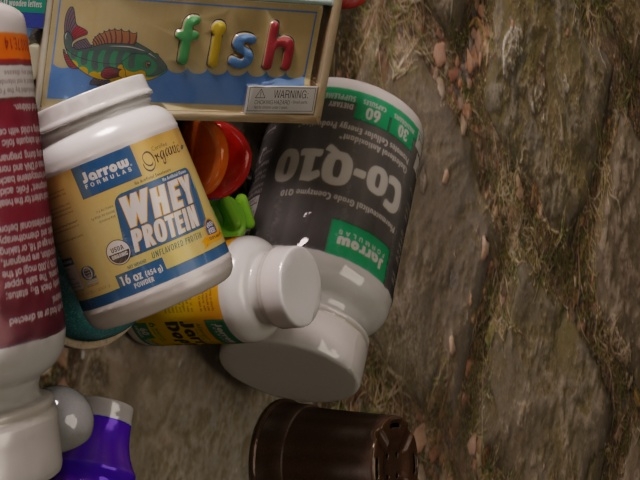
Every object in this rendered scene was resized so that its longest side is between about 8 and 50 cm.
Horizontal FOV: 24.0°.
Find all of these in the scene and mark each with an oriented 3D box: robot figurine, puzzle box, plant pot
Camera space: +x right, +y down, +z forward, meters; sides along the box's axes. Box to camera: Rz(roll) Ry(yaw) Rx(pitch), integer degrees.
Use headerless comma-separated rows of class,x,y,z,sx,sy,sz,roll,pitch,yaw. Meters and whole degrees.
robot figurine,-0.122,-0.013,1.727,0.101,0.115,0.067,-24,79,-17
puzzle box,-0.161,-0.251,1.449,0.408,0.052,0.272,-2,113,-29
plant pot,0.024,0.280,1.882,0.167,0.165,0.167,14,73,-59

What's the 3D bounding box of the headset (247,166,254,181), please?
headset,-0.094,-0.250,1.707,0.185,0.243,0.394,-54,150,-72

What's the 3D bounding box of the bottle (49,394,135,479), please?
bottle,-0.242,0.298,1.492,0.118,0.092,0.283,36,56,-54

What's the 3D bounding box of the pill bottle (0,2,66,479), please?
pill bottle,-0.332,0.011,1.243,0.224,0.224,0.392,-14,98,-60

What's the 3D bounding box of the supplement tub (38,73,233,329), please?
supplement tub,-0.177,-0.035,1.352,0.144,0.144,0.200,-30,99,-57

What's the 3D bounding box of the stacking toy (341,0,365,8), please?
stacking toy,-0.052,-0.353,1.861,0.309,0.130,0.280,-57,134,-46

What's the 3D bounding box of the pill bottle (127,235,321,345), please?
pill bottle,-0.109,0.055,1.634,0.117,0.208,0.118,12,76,-59

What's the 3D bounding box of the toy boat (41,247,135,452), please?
toy boat,-0.251,0.059,1.450,0.267,0.148,0.318,46,48,-48

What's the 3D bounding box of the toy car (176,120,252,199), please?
toy car,-0.145,-0.086,1.621,0.136,0.182,0.159,-5,87,-17

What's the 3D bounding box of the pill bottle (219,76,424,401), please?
pill bottle,0.000,0.000,1.834,0.204,0.204,0.361,47,47,-47
